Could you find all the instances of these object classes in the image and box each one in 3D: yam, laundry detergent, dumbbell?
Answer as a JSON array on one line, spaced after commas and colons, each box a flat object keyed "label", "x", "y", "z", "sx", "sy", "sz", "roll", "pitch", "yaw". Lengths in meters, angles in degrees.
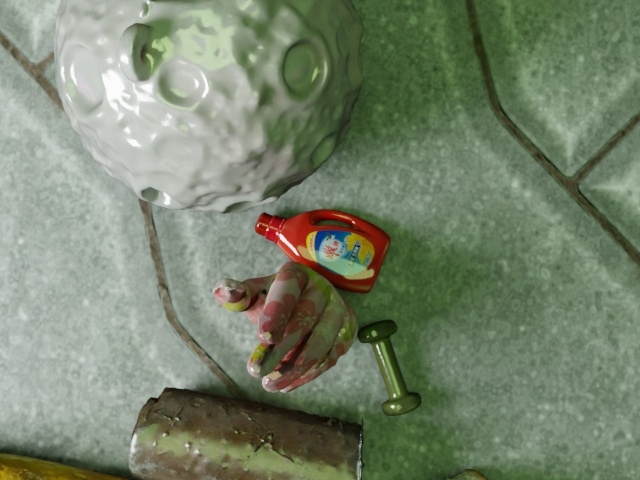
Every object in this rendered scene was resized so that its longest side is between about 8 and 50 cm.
[{"label": "yam", "x": -0.076, "y": 0.252, "z": 0.952, "sx": 0.280, "sy": 0.131, "sz": 0.131, "roll": 12, "pitch": 86, "yaw": 2}, {"label": "laundry detergent", "x": 0.000, "y": 0.000, "z": 1.002, "sx": 0.165, "sy": 0.049, "sz": 0.097, "roll": 22, "pitch": 66, "yaw": 1}, {"label": "dumbbell", "x": 0.086, "y": 0.158, "z": 0.997, "sx": 0.052, "sy": 0.046, "sz": 0.118, "roll": -17, "pitch": 87, "yaw": -7}]

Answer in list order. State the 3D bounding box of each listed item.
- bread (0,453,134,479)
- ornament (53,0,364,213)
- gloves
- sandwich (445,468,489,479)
[{"label": "bread", "x": -0.355, "y": 0.417, "z": 0.906, "sx": 0.337, "sy": 0.148, "sz": 0.328, "roll": 12, "pitch": 86, "yaw": 8}, {"label": "ornament", "x": -0.119, "y": -0.187, "z": 0.879, "sx": 0.337, "sy": 0.337, "sz": 0.337, "roll": 0, "pitch": 87, "yaw": -2}, {"label": "gloves", "x": -0.031, "y": 0.085, "z": 0.900, "sx": 0.126, "sy": 0.241, "sz": 0.145, "roll": -29, "pitch": 88, "yaw": -3}, {"label": "sandwich", "x": 0.198, "y": 0.400, "z": 0.948, "sx": 0.122, "sy": 0.128, "sz": 0.235, "roll": -31, "pitch": 89, "yaw": -7}]
